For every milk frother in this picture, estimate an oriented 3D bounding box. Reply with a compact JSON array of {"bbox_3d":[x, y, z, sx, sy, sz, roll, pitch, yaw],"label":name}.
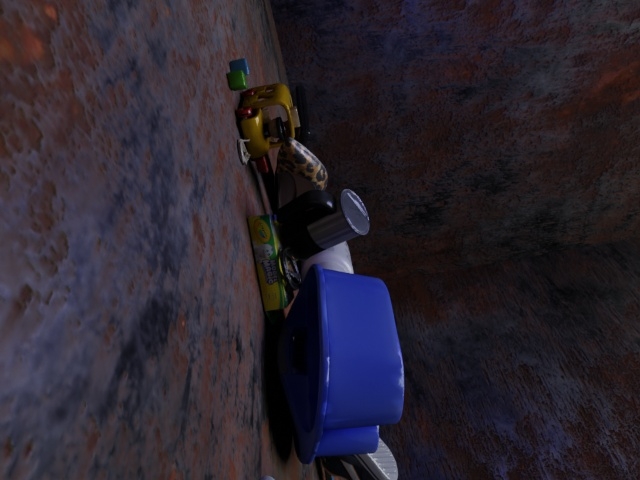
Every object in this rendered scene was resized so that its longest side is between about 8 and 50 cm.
[{"bbox_3d":[0.000,0.000,0.717,0.129,0.134,0.143,13,59,-52],"label":"milk frother"}]

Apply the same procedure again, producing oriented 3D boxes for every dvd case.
[{"bbox_3d":[-0.070,-0.191,0.969,0.253,0.022,0.181,112,-21,-44],"label":"dvd case"}]

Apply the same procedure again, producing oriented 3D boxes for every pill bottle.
[{"bbox_3d":[0.018,0.087,1.323,0.283,0.160,0.161,-92,171,-69],"label":"pill bottle"}]

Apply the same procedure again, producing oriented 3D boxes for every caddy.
[{"bbox_3d":[0.012,0.201,0.742,0.341,0.179,0.241,-93,-164,-48],"label":"caddy"}]

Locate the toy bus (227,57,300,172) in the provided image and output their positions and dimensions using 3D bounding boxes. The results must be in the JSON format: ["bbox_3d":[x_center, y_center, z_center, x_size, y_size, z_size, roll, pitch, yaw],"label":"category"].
[{"bbox_3d":[-0.093,-0.227,0.814,0.191,0.104,0.202,58,21,-81],"label":"toy bus"}]

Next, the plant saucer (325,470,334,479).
[{"bbox_3d":[0.011,0.519,1.104,0.067,0.018,0.192,63,16,-79],"label":"plant saucer"}]

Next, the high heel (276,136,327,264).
[{"bbox_3d":[-0.057,-0.061,0.829,0.261,0.093,0.186,70,40,-64],"label":"high heel"}]

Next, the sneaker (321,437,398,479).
[{"bbox_3d":[0.034,0.436,0.979,0.321,0.127,0.126,55,21,1],"label":"sneaker"}]

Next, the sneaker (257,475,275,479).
[{"bbox_3d":[-0.062,0.252,0.410,0.098,0.038,0.069,-93,173,-71],"label":"sneaker"}]

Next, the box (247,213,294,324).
[{"bbox_3d":[-0.081,0.046,0.736,0.105,0.043,0.179,-39,120,-86],"label":"box"}]
